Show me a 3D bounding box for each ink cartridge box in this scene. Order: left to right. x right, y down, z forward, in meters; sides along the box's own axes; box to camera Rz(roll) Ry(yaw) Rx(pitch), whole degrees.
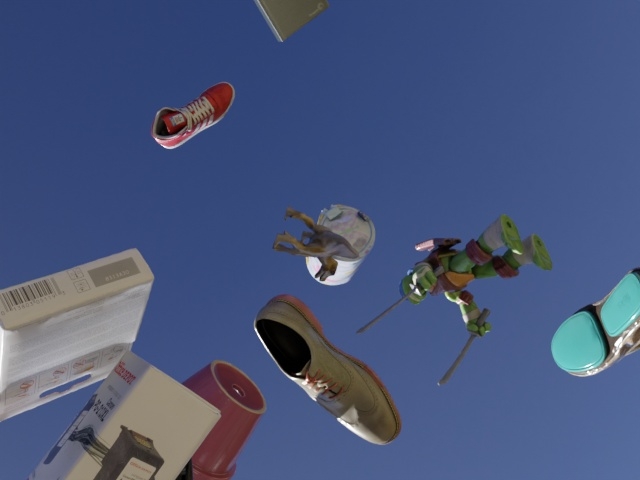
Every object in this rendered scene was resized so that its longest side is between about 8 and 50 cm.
[{"bbox_3d":[-0.303,0.114,1.077,0.181,0.056,0.225,-20,-25,-33],"label":"ink cartridge box"},{"bbox_3d":[-0.232,0.246,0.985,0.100,0.172,0.237,40,-104,-16],"label":"ink cartridge box"}]

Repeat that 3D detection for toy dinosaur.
[{"bbox_3d":[0.000,0.000,0.978,0.183,0.092,0.053,123,167,-76],"label":"toy dinosaur"}]

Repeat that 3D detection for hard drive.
[{"bbox_3d":[-0.057,-0.369,1.306,0.094,0.022,0.135,-40,-64,-15],"label":"hard drive"}]

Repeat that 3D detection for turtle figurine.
[{"bbox_3d":[0.244,0.093,1.518,0.198,0.266,0.275,49,-146,-11],"label":"turtle figurine"}]

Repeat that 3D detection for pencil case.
[{"bbox_3d":[0.034,0.014,1.869,0.113,0.124,0.273,-48,-6,-14],"label":"pencil case"}]

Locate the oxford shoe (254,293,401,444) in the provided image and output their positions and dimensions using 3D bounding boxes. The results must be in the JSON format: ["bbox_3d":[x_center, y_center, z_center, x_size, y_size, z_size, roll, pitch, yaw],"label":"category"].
[{"bbox_3d":[0.002,0.255,1.667,0.123,0.348,0.130,-49,-6,20],"label":"oxford shoe"}]

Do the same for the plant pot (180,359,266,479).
[{"bbox_3d":[-0.200,0.318,1.601,0.180,0.201,0.201,-48,-41,11],"label":"plant pot"}]

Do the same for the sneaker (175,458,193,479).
[{"bbox_3d":[-0.246,0.296,1.335,0.087,0.228,0.130,-18,-20,-22],"label":"sneaker"}]

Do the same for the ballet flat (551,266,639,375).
[{"bbox_3d":[0.466,0.132,1.390,0.106,0.316,0.108,-4,-112,-15],"label":"ballet flat"}]

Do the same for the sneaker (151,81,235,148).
[{"bbox_3d":[-0.160,-0.159,1.134,0.118,0.042,0.067,-39,-6,4],"label":"sneaker"}]
